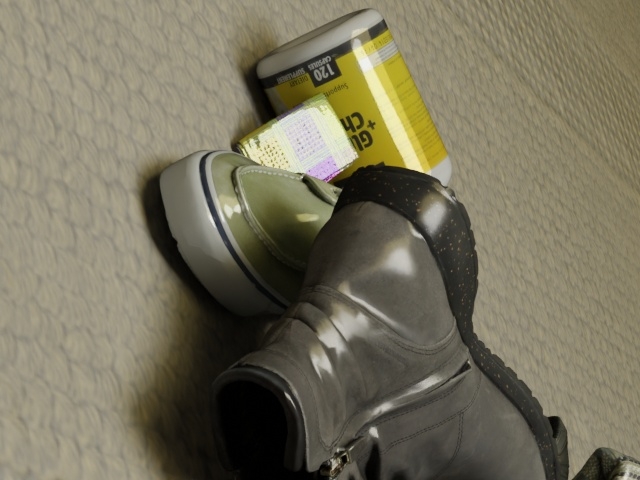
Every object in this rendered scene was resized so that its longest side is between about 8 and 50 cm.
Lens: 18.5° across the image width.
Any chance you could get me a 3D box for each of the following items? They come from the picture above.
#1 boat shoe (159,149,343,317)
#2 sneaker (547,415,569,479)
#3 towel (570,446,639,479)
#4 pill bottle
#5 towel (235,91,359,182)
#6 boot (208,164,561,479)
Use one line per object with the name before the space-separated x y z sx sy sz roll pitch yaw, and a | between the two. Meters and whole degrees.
boat shoe | 0.000 0.000 1.308 0.302 0.094 0.109 27 44 -60
sneaker | 0.185 0.223 1.604 0.089 0.051 0.170 61 27 -18
towel | 0.146 0.287 1.070 0.312 0.324 0.056 31 6 -47
pill bottle | 0.035 -0.071 1.450 0.184 0.103 0.103 64 21 -9
towel | -0.017 -0.061 1.377 0.083 0.009 0.060 -34 102 -25
boot | 0.035 0.140 1.222 0.223 0.118 0.338 -57 135 -36
